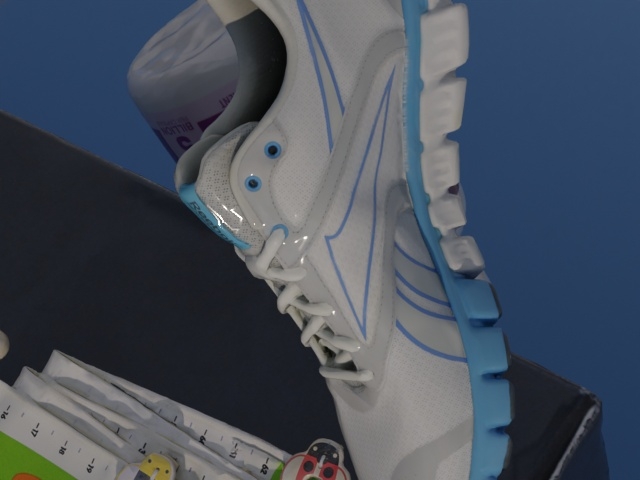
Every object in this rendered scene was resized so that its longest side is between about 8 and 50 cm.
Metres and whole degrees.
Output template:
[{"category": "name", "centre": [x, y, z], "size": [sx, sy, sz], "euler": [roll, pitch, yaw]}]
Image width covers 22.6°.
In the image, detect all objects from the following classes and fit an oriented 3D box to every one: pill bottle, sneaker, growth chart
[{"category": "pill bottle", "centre": [0.004, -0.046, 1.189], "size": [0.301, 0.169, 0.169], "euler": [55, -156, -22]}, {"category": "sneaker", "centre": [0.000, 0.000, 0.456], "size": [0.083, 0.190, 0.071], "euler": [-9, 180, -28]}, {"category": "growth chart", "centre": [-0.091, 0.135, 0.672], "size": [0.237, 0.172, 0.021], "euler": [15, 169, 24]}]

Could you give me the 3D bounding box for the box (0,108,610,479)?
[{"category": "box", "centre": [-0.086, 0.218, 0.962], "size": [0.480, 0.471, 0.297], "euler": [25, -114, 29]}]
